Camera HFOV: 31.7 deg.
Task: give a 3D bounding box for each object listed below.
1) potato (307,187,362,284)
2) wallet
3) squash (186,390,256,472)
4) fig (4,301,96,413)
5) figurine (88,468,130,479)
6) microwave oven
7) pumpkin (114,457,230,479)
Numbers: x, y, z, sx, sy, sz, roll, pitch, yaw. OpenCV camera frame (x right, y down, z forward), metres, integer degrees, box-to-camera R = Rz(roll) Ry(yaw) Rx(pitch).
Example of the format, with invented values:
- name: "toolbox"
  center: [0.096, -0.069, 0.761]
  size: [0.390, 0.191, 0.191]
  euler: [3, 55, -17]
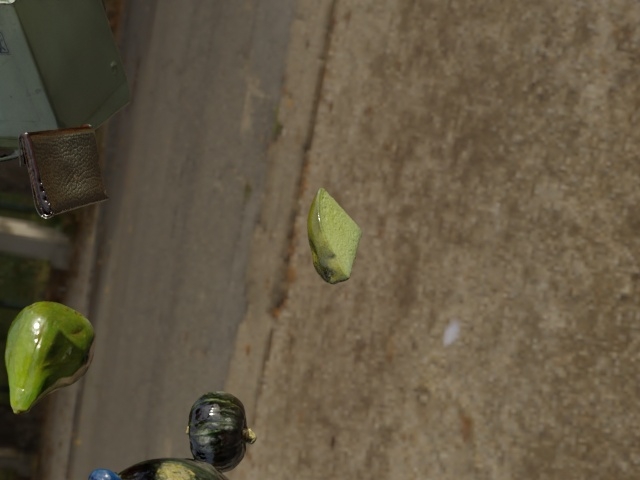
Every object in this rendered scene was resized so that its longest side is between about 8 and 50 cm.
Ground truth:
- name: "potato"
  center: [0.000, 0.000, 1.974]
  size: [0.081, 0.120, 0.149]
  euler: [-31, 25, 30]
- name: "wallet"
  center: [-0.403, -0.112, 1.776]
  size: [0.243, 0.039, 0.133]
  euler: [-44, -58, -77]
- name: "squash"
  center: [-0.234, 0.439, 2.595]
  size: [0.193, 0.156, 0.193]
  euler: [-21, -90, -81]
- name: "fig"
  center: [-0.628, 0.270, 2.514]
  size: [0.275, 0.206, 0.206]
  euler: [-65, 1, -46]
- name: "figurine"
  center: [-0.329, 0.396, 1.415]
  size: [0.338, 0.283, 0.204]
  euler: [-33, -22, -50]
- name: "microwave oven"
  center: [-0.576, -0.338, 1.979]
  size: [0.247, 0.394, 0.333]
  euler: [-57, -36, -45]
- name: "pumpkin"
  center: [-0.277, 0.611, 2.036]
  size: [0.454, 0.344, 0.454]
  euler: [-4, -90, -72]
